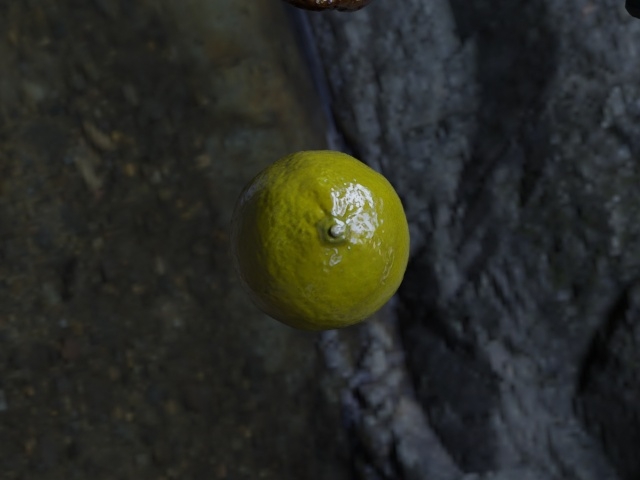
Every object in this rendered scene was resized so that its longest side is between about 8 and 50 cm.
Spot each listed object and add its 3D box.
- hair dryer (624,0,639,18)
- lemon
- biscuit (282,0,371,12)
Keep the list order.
[{"bbox_3d":[0.459,-0.307,1.671,0.116,0.244,0.302,-58,155,-23],"label":"hair dryer"},{"bbox_3d":[0.000,0.000,1.491,0.178,0.203,0.178,1,85,-10],"label":"lemon"},{"bbox_3d":[-0.012,-0.273,1.288,0.192,0.049,0.192,23,51,-32],"label":"biscuit"}]
